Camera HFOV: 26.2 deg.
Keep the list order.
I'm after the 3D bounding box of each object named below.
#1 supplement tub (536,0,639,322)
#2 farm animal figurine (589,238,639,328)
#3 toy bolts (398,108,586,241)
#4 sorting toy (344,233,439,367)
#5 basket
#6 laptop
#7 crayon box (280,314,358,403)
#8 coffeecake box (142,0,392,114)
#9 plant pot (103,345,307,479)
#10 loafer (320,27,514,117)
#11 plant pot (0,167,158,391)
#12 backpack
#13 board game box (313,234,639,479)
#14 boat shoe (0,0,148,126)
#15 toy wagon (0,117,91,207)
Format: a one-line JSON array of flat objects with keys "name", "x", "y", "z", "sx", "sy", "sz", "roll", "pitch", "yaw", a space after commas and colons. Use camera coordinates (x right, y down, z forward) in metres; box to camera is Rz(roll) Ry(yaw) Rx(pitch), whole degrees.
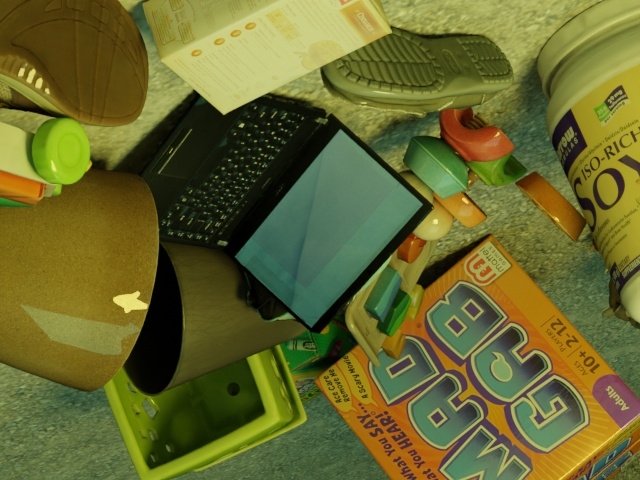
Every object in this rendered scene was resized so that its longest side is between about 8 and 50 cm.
[{"name": "supplement tub", "x": 0.399, "y": -0.096, "z": 1.549, "sx": 0.241, "sy": 0.331, "sz": 0.241, "roll": -17, "pitch": 158, "yaw": -7}, {"name": "farm animal figurine", "x": 0.558, "y": 0.107, "z": 2.205, "sx": 0.330, "sy": 0.327, "sz": 0.172, "roll": 26, "pitch": 120, "yaw": -38}, {"name": "toy bolts", "x": 0.178, "y": -0.048, "z": 1.637, "sx": 0.158, "sy": 0.218, "sz": 0.228, "roll": -45, "pitch": 147, "yaw": 5}, {"name": "sorting toy", "x": 0.116, "y": 0.061, "z": 1.875, "sx": 0.041, "sy": 0.229, "sz": 0.307, "roll": 21, "pitch": 167, "yaw": 18}, {"name": "basket", "x": -0.130, "y": 0.080, "z": 1.748, "sx": 0.227, "sy": 0.204, "sz": 0.154, "roll": -7, "pitch": -166, "yaw": -42}, {"name": "laptop", "x": -0.061, "y": -0.026, "z": 1.509, "sx": 0.264, "sy": 0.136, "sz": 0.234, "roll": 9, "pitch": 132, "yaw": -42}, {"name": "crayon box", "x": -0.064, "y": 0.215, "z": 2.240, "sx": 0.278, "sy": 0.081, "sz": 0.165, "roll": -33, "pitch": 155, "yaw": 31}, {"name": "coffeecake box", "x": -0.046, "y": -0.205, "z": 1.268, "sx": 0.185, "sy": 0.068, "sz": 0.142, "roll": -24, "pitch": 158, "yaw": 12}, {"name": "plant pot", "x": -0.157, "y": 0.204, "z": 1.956, "sx": 0.227, "sy": 0.228, "sz": 0.207, "roll": -26, "pitch": 163, "yaw": 13}, {"name": "loafer", "x": 0.096, "y": -0.164, "z": 1.452, "sx": 0.251, "sy": 0.094, "sz": 0.087, "roll": -2, "pitch": 148, "yaw": -38}, {"name": "plant pot", "x": -0.332, "y": 0.017, "z": 1.395, "sx": 0.254, "sy": 0.237, "sz": 0.237, "roll": 14, "pitch": 143, "yaw": -30}, {"name": "backpack", "x": 0.000, "y": 0.000, "z": 1.665, "sx": 0.144, "sy": 0.166, "sz": 0.188, "roll": 2, "pitch": 151, "yaw": -45}, {"name": "board game box", "x": 0.266, "y": 0.278, "z": 2.171, "sx": 0.356, "sy": 0.356, "sz": 0.356, "roll": -39, "pitch": 158, "yaw": -2}, {"name": "boat shoe", "x": -0.277, "y": -0.168, "z": 1.137, "sx": 0.123, "sy": 0.123, "sz": 0.342, "roll": 3, "pitch": 178, "yaw": 31}, {"name": "toy wagon", "x": -0.329, "y": -0.075, "z": 1.184, "sx": 0.267, "sy": 0.068, "sz": 0.344, "roll": 2, "pitch": 171, "yaw": 31}]
